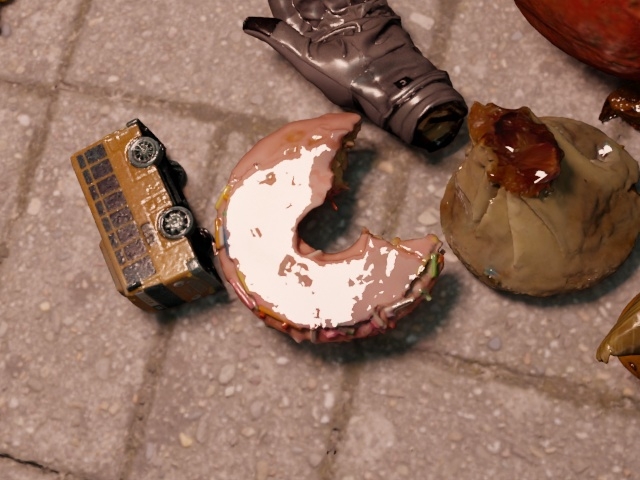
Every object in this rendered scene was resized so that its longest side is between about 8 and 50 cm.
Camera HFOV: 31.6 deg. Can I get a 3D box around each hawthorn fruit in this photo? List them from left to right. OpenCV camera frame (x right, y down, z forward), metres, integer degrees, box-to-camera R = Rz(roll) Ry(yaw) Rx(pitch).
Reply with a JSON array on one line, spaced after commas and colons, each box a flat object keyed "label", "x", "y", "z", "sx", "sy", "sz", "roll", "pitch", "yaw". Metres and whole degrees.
[{"label": "hawthorn fruit", "x": 0.286, "y": -0.281, "z": 1.053, "sx": 0.258, "sy": 0.258, "sz": 0.261, "roll": -23, "pitch": 43, "yaw": 3}]

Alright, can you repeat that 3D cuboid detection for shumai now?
[{"label": "shumai", "x": 0.210, "y": -0.050, "z": 1.074, "sx": 0.201, "sy": 0.120, "sz": 0.201, "roll": -3, "pitch": 71, "yaw": 9}]

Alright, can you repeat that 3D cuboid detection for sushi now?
[{"label": "sushi", "x": 0.328, "y": -0.131, "z": 1.115, "sx": 0.099, "sy": 0.047, "sz": 0.050, "roll": 17, "pitch": 66, "yaw": 31}]

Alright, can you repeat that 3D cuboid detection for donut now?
[{"label": "donut", "x": 0.000, "y": 0.000, "z": 1.113, "sx": 0.199, "sy": 0.085, "sz": 0.233, "roll": -30, "pitch": 72, "yaw": 0}]

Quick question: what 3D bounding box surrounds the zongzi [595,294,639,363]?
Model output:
[{"label": "zongzi", "x": 0.363, "y": -0.020, "z": 0.998, "sx": 0.288, "sy": 0.134, "sz": 0.286, "roll": -20, "pitch": 37, "yaw": 16}]

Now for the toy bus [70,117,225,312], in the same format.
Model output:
[{"label": "toy bus", "x": -0.176, "y": -0.018, "z": 1.145, "sx": 0.103, "sy": 0.091, "sz": 0.182, "roll": -27, "pitch": 70, "yaw": 3}]

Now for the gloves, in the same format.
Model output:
[{"label": "gloves", "x": 0.026, "y": -0.198, "z": 1.148, "sx": 0.142, "sy": 0.119, "sz": 0.285, "roll": -36, "pitch": 81, "yaw": -14}]

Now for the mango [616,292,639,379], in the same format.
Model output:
[{"label": "mango", "x": 0.357, "y": 0.073, "z": 1.035, "sx": 0.184, "sy": 0.085, "sz": 0.102, "roll": -21, "pitch": 65, "yaw": -8}]
